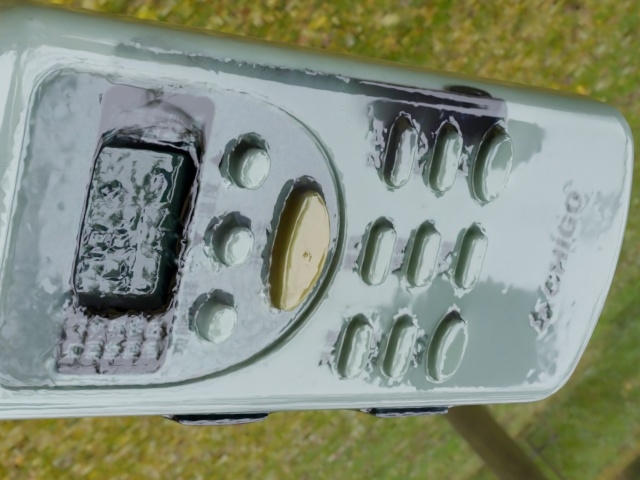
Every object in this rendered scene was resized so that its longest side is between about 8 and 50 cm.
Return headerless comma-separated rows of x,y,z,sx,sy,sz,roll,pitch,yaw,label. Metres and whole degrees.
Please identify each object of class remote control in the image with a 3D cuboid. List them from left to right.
0.000,0.000,0.481,0.296,0.056,0.140,4,106,-36,remote control
